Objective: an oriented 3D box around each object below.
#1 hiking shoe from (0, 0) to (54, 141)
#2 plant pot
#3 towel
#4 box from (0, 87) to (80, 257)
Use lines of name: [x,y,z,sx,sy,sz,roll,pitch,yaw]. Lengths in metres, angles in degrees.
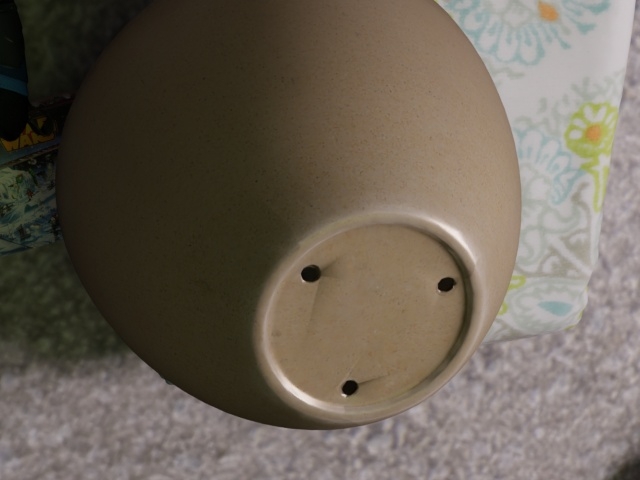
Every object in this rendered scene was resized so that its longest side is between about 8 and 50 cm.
hiking shoe: [-0.315,-0.087,0.985,0.304,0.113,0.132,-15,103,-16]
plant pot: [0.000,0.000,0.962,0.284,0.191,0.284,-7,119,-13]
towel: [0.047,-0.082,1.097,0.320,0.090,0.374,-5,120,-16]
box: [-0.167,-0.051,1.110,0.137,0.027,0.094,-16,116,-15]
